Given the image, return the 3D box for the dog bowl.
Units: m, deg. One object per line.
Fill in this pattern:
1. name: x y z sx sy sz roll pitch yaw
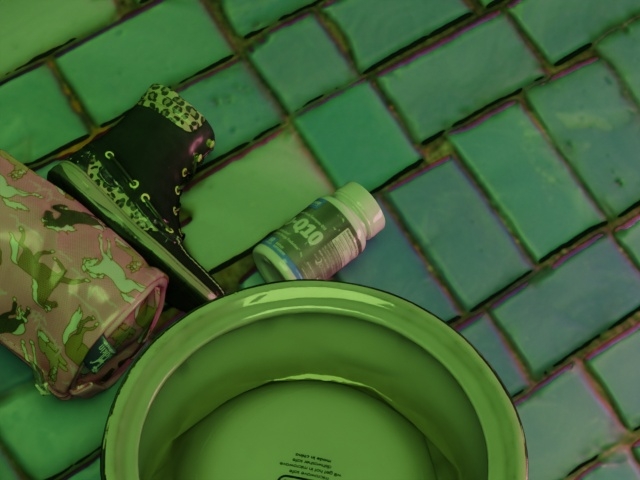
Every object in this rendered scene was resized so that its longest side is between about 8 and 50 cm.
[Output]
1. dog bowl: -0.008 0.242 1.551 0.407 0.150 0.408 2 52 -3

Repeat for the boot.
1. boot: -0.158 -0.046 1.724 0.236 0.085 0.178 42 61 -2

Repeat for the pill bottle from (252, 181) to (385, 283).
1. pill bottle: 0.000 0.000 1.729 0.137 0.078 0.078 -38 79 -18

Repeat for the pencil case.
1. pencil case: -0.349 0.002 1.645 0.386 0.160 0.167 36 38 7
